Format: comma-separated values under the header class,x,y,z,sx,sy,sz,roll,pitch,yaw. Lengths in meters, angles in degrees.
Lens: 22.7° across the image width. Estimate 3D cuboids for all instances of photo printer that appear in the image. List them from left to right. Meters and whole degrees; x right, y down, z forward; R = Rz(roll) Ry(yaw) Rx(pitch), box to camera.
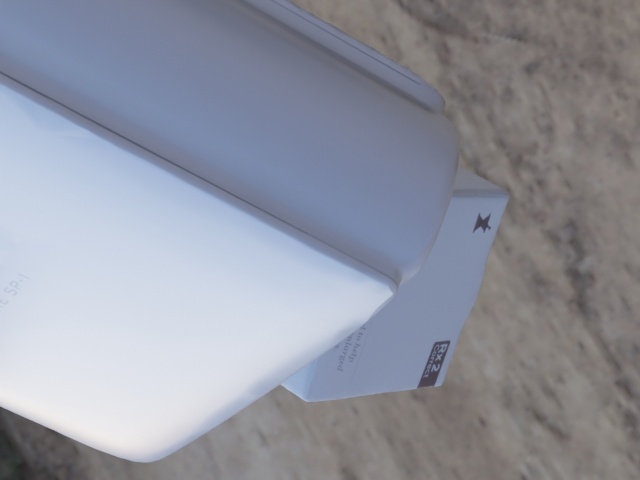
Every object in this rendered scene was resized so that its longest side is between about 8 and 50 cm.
class,x,y,z,sx,sy,sz,roll,pitch,yaw
photo printer,-0.139,-0.040,0.604,0.307,0.107,0.256,28,147,-18

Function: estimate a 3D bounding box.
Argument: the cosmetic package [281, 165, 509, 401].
class,x,y,z,sx,sy,sz,roll,pitch,yaw
cosmetic package,0.000,0.000,1.106,0.183,0.151,0.151,30,111,38
